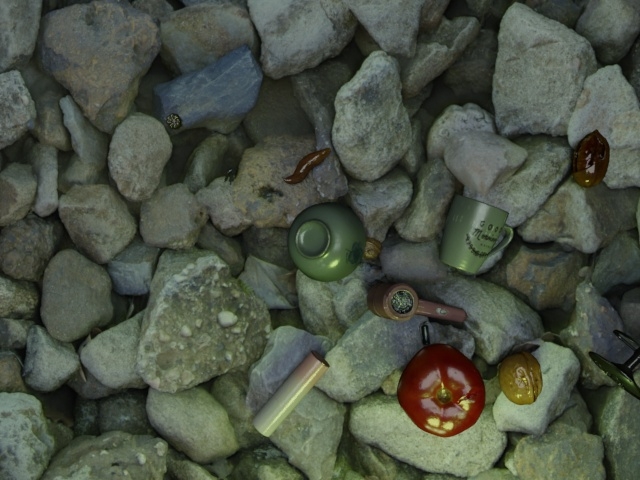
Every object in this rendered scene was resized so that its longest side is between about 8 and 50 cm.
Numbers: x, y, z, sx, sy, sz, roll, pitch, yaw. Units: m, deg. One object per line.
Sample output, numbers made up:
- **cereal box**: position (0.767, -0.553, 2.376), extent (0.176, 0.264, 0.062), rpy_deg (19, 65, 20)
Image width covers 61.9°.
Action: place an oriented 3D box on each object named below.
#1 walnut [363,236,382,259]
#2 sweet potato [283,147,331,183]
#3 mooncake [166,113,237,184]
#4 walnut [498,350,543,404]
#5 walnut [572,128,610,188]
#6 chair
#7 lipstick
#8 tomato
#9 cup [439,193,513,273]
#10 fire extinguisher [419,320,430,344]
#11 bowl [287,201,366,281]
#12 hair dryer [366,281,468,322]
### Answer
- **walnut**: position (0.170, 0.027, 1.880), extent (0.096, 0.082, 0.079), rpy_deg (20, 64, 17)
- **sweet potato**: position (-0.047, -0.272, 1.924), extent (0.202, 0.058, 0.055), rpy_deg (-41, 128, 6)
- **mooncake**: position (-0.436, -0.337, 1.962), extent (0.346, 0.057, 0.150), rpy_deg (27, 103, 11)
- **walnut**: position (0.673, 0.467, 1.796), extent (0.144, 0.144, 0.180), rpy_deg (-13, 92, 4)
- **walnut**: position (0.922, -0.279, 1.817), extent (0.115, 0.116, 0.207), rpy_deg (13, 89, 5)
- **chair**: position (1.100, 0.305, 1.726), extent (0.401, 0.226, 0.226), rpy_deg (-45, 85, 1)
- **lipstick**: position (-0.104, 0.539, 1.881), extent (0.087, 0.087, 0.327), rpy_deg (41, 92, 5)
- **tomato**: position (0.395, 0.490, 1.773), extent (0.298, 0.226, 0.299), rpy_deg (1, 94, 9)
- **cup**: position (0.539, -0.009, 1.821), extent (0.258, 0.186, 0.234), rpy_deg (15, 98, -22)
- **fire extinguisher**: position (0.367, 0.325, 1.882), extent (0.038, 0.025, 0.083), rpy_deg (-7, 87, 28)
- **bowl**: position (0.000, 0.000, 1.829), extent (0.289, 0.146, 0.289), rpy_deg (-2, 85, 20)
- **hair dryer**: position (0.351, 0.225, 1.812), extent (0.352, 0.210, 0.125), rpy_deg (11, 84, -10)
